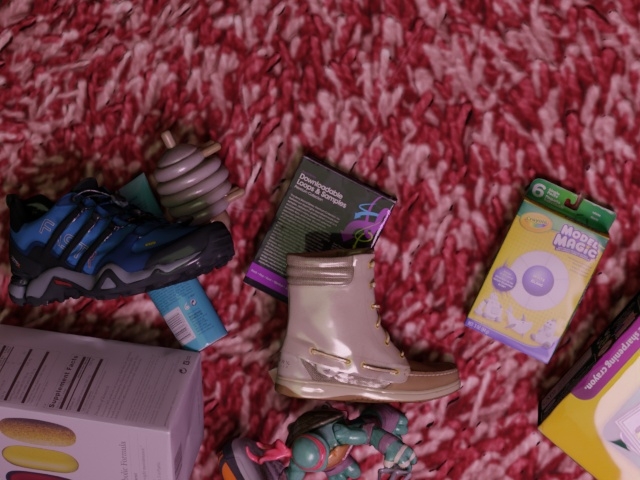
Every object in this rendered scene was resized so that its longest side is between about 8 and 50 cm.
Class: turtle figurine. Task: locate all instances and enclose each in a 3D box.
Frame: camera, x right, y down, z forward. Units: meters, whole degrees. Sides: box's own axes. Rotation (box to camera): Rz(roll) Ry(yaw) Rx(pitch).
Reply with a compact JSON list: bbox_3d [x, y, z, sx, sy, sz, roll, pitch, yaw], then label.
[{"bbox_3d":[0.015,0.231,1.629,0.175,0.234,0.118,-22,87,16],"label":"turtle figurine"}]

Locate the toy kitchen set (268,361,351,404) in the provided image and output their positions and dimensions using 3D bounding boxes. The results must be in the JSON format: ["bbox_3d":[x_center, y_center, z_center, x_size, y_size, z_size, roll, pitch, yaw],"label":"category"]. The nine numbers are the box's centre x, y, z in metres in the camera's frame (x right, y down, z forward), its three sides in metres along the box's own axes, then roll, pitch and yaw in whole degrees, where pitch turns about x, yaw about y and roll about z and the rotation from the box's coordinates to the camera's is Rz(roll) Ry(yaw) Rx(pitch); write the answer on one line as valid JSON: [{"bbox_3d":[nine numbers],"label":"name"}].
[{"bbox_3d":[-0.007,0.160,1.707,0.083,0.068,0.075,-25,95,13],"label":"toy kitchen set"}]

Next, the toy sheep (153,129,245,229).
[{"bbox_3d":[-0.139,-0.064,1.684,0.091,0.091,0.132,-26,100,13],"label":"toy sheep"}]

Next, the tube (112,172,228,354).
[{"bbox_3d":[-0.179,0.032,1.727,0.080,0.052,0.207,-31,88,13],"label":"tube"}]

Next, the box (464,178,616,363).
[{"bbox_3d":[0.240,0.032,1.657,0.105,0.043,0.179,25,101,4],"label":"box"}]

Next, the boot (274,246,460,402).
[{"bbox_3d":[0.058,0.090,1.658,0.213,0.077,0.165,3,92,-19],"label":"boot"}]

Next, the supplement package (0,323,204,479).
[{"bbox_3d":[-0.264,0.199,1.703,0.244,0.134,0.139,7,127,9],"label":"supplement package"}]

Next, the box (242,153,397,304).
[{"bbox_3d":[0.000,0.000,1.699,0.116,0.029,0.162,27,104,3],"label":"box"}]

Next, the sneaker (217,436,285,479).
[{"bbox_3d":[-0.074,0.392,1.730,0.180,0.124,0.321,-27,94,12],"label":"sneaker"}]

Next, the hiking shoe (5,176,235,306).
[{"bbox_3d":[-0.233,-0.005,1.661,0.304,0.113,0.132,-8,94,31],"label":"hiking shoe"}]

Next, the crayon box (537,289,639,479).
[{"bbox_3d":[0.464,0.155,1.608,0.313,0.106,0.363,40,104,0],"label":"crayon box"}]
